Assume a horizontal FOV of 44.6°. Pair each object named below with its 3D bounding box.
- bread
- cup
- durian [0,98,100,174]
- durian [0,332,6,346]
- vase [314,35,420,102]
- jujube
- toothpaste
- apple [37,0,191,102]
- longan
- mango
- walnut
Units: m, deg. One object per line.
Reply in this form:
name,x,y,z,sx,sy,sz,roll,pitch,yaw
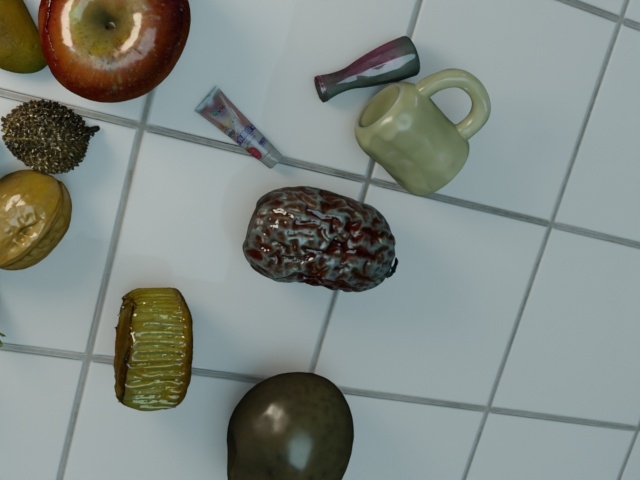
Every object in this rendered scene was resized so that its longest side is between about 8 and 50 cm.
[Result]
bread,-0.334,0.212,1.542,0.143,0.253,0.227,2,102,-16
cup,0.215,-0.228,1.604,0.202,0.255,0.173,41,47,-25
durian,-0.487,-0.205,1.436,0.189,0.091,0.148,-13,70,-45
durian,-0.674,0.112,1.480,0.086,0.100,0.215,-39,113,-3
vase,0.093,-0.349,1.615,0.214,0.086,0.086,-22,111,-6
jujube,0.000,0.000,1.610,0.317,0.226,0.225,14,101,-19
toothpaste,-0.160,-0.224,1.588,0.194,0.043,0.067,41,93,-18
apple,-0.366,-0.378,1.387,0.252,0.206,0.271,20,96,-12
longan,-0.070,0.447,1.692,0.289,0.288,0.349,8,108,-20
mango,-0.576,-0.386,1.374,0.136,0.099,0.227,-45,123,-9
walnut,-0.556,-0.036,1.450,0.159,0.159,0.206,42,84,-24
